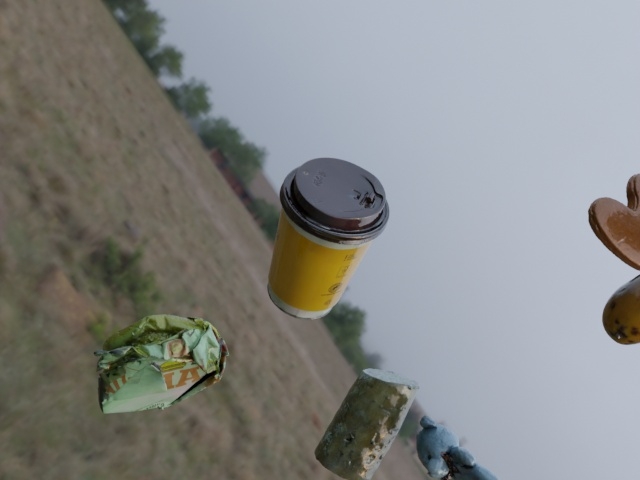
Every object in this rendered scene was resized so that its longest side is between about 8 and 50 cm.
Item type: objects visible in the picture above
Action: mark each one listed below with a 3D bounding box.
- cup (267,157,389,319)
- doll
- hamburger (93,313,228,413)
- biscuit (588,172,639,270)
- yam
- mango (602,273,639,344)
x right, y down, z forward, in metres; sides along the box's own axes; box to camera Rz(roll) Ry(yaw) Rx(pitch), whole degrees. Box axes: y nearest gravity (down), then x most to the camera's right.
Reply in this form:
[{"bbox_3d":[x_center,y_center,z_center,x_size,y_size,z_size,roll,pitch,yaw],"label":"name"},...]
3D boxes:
[{"bbox_3d":[0.000,0.000,1.988,0.196,0.196,0.280,54,-39,31],"label":"cup"},{"bbox_3d":[0.210,0.363,1.777,0.180,0.075,0.120,45,-30,43],"label":"doll"},{"bbox_3d":[-0.282,0.195,1.851,0.235,0.214,0.125,17,44,-35],"label":"hamburger"},{"bbox_3d":[0.585,-0.046,2.075,0.186,0.192,0.036,39,-30,-14],"label":"biscuit"},{"bbox_3d":[0.080,0.299,1.871,0.107,0.194,0.107,27,11,-6],"label":"yam"},{"bbox_3d":[0.519,0.091,1.752,0.090,0.178,0.115,53,3,-7],"label":"mango"}]
